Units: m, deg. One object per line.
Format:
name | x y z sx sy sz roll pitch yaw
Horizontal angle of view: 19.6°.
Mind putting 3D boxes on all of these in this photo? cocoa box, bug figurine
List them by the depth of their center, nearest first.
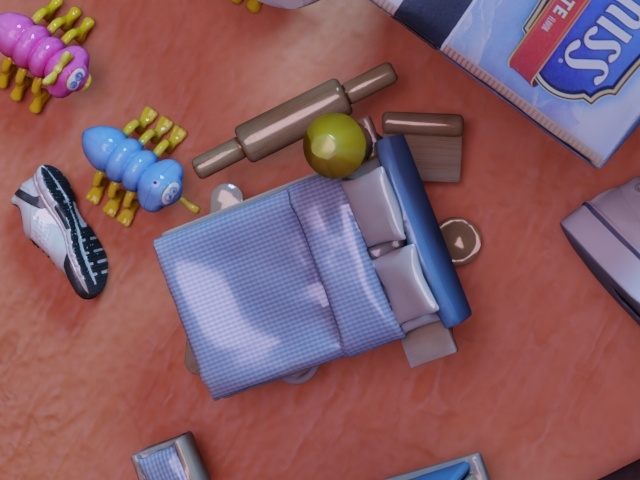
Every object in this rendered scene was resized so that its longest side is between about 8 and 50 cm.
cocoa box | 0.207 -0.262 1.188 0.228 0.231 0.347 37 113 5
bug figurine | -0.132 -0.161 1.388 0.216 0.072 0.279 30 92 13

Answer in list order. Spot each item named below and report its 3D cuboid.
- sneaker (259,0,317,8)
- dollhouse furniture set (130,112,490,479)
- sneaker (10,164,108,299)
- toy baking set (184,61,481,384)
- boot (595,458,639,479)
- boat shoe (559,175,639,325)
sneaker | -0.069 -0.291 1.313 0.127 0.126 0.321 -26 59 -36
dollhouse furniture set | -0.054 0.096 1.242 0.286 0.198 0.303 -19 90 18
sneaker | -0.198 -0.002 1.409 0.043 0.040 0.109 -32 76 24
toy baking set | -0.002 -0.007 1.344 0.256 0.030 0.197 -22 91 2
boot | 0.206 0.182 1.281 0.206 0.090 0.248 -2 75 19
boat shoe | 0.255 0.035 1.232 0.084 0.095 0.258 -38 45 0
